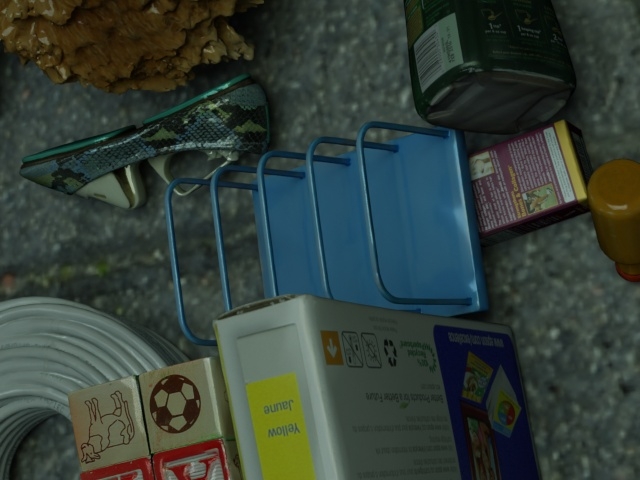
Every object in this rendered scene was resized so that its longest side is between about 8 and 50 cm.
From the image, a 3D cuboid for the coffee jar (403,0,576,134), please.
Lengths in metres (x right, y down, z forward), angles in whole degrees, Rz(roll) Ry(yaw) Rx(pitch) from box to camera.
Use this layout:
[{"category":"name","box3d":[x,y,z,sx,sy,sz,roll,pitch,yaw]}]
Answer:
[{"category":"coffee jar","box3d":[0.092,-0.161,1.136,0.079,0.096,0.184,-41,50,49]}]

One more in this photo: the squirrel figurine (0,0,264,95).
[{"category":"squirrel figurine","box3d":[-0.228,-0.231,1.203,0.397,0.281,0.370,28,103,28]}]

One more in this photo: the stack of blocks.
[{"category":"stack of blocks","box3d":[-0.017,0.161,1.056,0.087,0.297,0.171,-16,78,23]}]

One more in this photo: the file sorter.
[{"category":"file sorter","box3d":[0.000,0.000,1.147,0.170,0.104,0.118,-14,79,38]}]

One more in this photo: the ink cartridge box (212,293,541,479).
[{"category":"ink cartridge box","box3d":[0.061,0.191,1.018,0.072,0.303,0.307,-13,79,22]}]

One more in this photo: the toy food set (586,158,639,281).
[{"category":"toy food set","box3d":[0.281,-0.030,1.081,0.232,0.104,0.111,-28,60,-1]}]

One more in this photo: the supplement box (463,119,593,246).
[{"category":"supplement box","box3d":[0.127,-0.034,1.154,0.083,0.043,0.055,-19,77,19]}]

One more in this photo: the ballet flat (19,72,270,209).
[{"category":"ballet flat","box3d":[-0.118,-0.054,1.250,0.188,0.070,0.070,-18,78,23]}]

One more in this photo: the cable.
[{"category":"cable","box3d":[-0.180,0.168,1.237,0.257,0.089,0.257,1,84,22]}]
